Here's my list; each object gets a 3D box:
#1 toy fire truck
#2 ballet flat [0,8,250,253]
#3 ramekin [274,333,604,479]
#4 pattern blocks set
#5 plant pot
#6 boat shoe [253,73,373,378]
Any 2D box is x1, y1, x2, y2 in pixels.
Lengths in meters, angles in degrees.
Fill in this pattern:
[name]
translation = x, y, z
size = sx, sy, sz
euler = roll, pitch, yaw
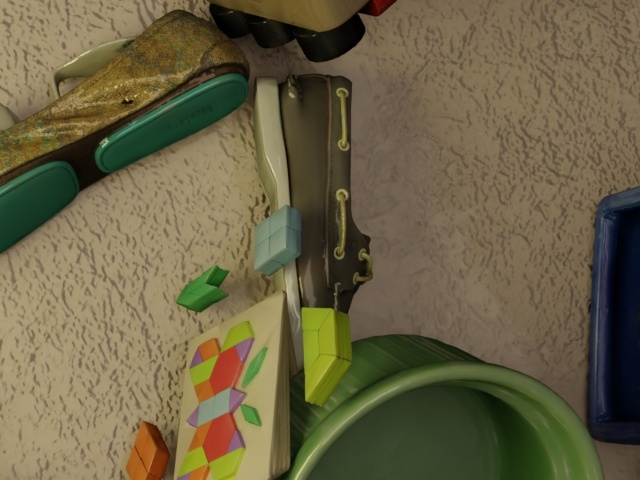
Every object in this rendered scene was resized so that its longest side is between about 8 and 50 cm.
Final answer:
[toy fire truck]
translation = 0.026, -0.270, 1.638
size = 0.246, 0.217, 0.158
euler = -42, 122, -18
[ballet flat]
translation = -0.227, -0.091, 1.617
size = 0.348, 0.123, 0.123
euler = -32, 91, -12
[ramekin]
translation = 0.074, 0.226, 1.574
size = 0.303, 0.148, 0.303
euler = -7, 108, -21
[pattern blocks set]
translation = -0.075, 0.140, 1.526
size = 0.026, 0.285, 0.324
euler = 25, 39, -32
[plant pot]
translation = 0.385, 0.068, 1.664
size = 0.212, 0.236, 0.236
euler = 5, 83, -18
[boat shoe]
translation = 0.001, -0.001, 1.647
size = 0.091, 0.109, 0.305
euler = -6, 82, -7
